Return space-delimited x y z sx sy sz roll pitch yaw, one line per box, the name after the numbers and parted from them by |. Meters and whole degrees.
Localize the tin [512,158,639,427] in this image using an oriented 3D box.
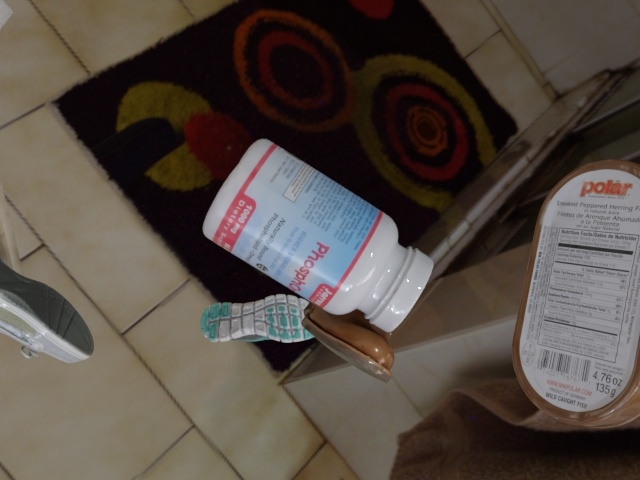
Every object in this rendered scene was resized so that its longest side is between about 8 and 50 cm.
0.195 0.036 0.518 0.040 0.106 0.189 14 87 -43 | tin

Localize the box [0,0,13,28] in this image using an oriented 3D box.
-0.344 -0.211 0.563 0.130 0.170 0.091 33 82 5 | box

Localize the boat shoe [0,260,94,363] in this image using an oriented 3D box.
-0.556 0.129 1.331 0.320 0.103 0.118 39 18 -29 | boat shoe

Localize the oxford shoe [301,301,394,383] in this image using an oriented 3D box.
0.031 0.062 0.641 0.076 0.212 0.076 36 94 -11 | oxford shoe

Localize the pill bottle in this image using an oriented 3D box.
0.000 0.000 0.553 0.160 0.087 0.087 32 59 -1 | pill bottle

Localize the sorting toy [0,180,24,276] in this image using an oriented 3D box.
-0.731 -0.007 1.426 0.089 0.256 0.257 -25 104 -73 | sorting toy

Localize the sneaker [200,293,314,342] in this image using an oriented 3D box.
-0.071 0.107 0.986 0.167 0.076 0.064 0 80 12 | sneaker
